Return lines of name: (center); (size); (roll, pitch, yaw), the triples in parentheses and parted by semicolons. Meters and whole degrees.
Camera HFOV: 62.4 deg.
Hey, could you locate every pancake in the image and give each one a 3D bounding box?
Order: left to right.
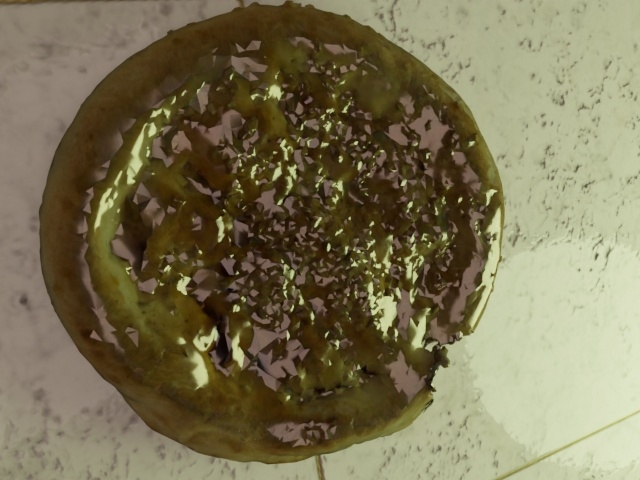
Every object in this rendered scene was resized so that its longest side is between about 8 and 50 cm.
pancake: (-0.001, 0.000, 0.426); (0.381, 0.071, 0.383); (-2, 94, -23)
